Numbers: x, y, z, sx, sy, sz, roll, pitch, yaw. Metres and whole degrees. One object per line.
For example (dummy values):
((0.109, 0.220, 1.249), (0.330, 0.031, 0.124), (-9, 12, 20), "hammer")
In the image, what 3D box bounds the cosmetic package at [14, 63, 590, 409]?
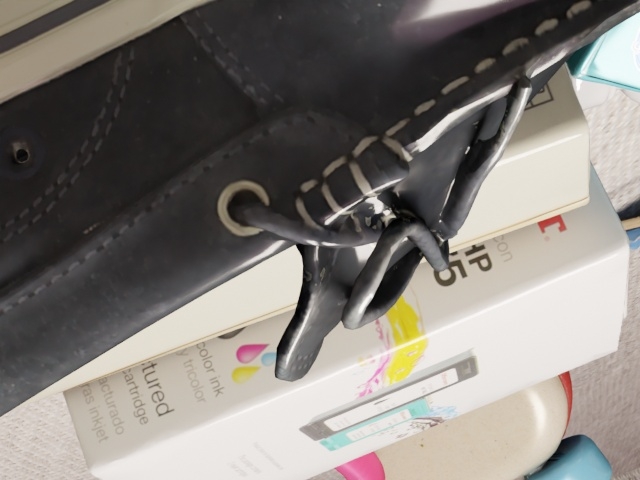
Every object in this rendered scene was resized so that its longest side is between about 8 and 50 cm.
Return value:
((-0.054, -0.047, 0.656), (0.309, 0.160, 0.113), (-19, 163, 5), "cosmetic package")

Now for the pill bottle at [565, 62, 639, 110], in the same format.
((0.203, -0.129, 0.827), (0.169, 0.094, 0.094), (-20, 161, -5), "pill bottle")

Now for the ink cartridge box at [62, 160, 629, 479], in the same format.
((0.000, 0.000, 0.800), (0.270, 0.198, 0.197), (-23, 160, 1), "ink cartridge box")

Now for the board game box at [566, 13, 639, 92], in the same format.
((0.295, -0.147, 0.611), (0.336, 0.079, 0.254), (12, 129, -19), "board game box")

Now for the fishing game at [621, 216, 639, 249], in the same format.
((0.332, -0.006, 1.313), (0.189, 0.041, 0.264), (-14, 171, 27), "fishing game")

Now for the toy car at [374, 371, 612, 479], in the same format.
((0.143, 0.124, 1.363), (0.210, 0.219, 0.238), (-33, -173, 28), "toy car")

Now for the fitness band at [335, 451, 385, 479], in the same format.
((-0.058, 0.206, 1.315), (0.209, 0.054, 0.291), (27, 150, -3), "fitness band")

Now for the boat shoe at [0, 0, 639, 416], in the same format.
((-0.007, -0.048, 0.495), (0.500, 0.156, 0.187), (-23, -166, 10), "boat shoe")
